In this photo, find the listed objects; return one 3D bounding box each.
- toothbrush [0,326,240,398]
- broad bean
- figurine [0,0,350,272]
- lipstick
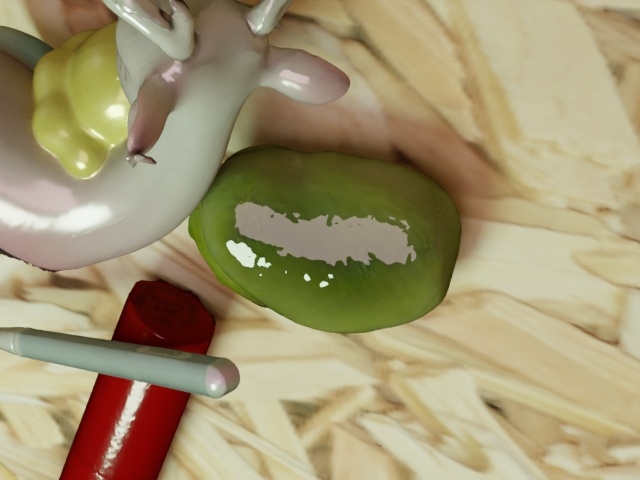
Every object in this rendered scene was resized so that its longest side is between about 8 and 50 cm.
[{"bbox_3d":[-0.190,0.070,1.177,0.342,0.025,0.030,10,113,37],"label":"toothbrush"},{"bbox_3d":[0.000,0.000,1.084,0.174,0.082,0.124,19,119,14],"label":"broad bean"},{"bbox_3d":[-0.131,-0.143,0.989,0.315,0.206,0.284,-22,88,41],"label":"figurine"},{"bbox_3d":[-0.148,0.156,1.230,0.073,0.073,0.280,28,121,7],"label":"lipstick"}]
